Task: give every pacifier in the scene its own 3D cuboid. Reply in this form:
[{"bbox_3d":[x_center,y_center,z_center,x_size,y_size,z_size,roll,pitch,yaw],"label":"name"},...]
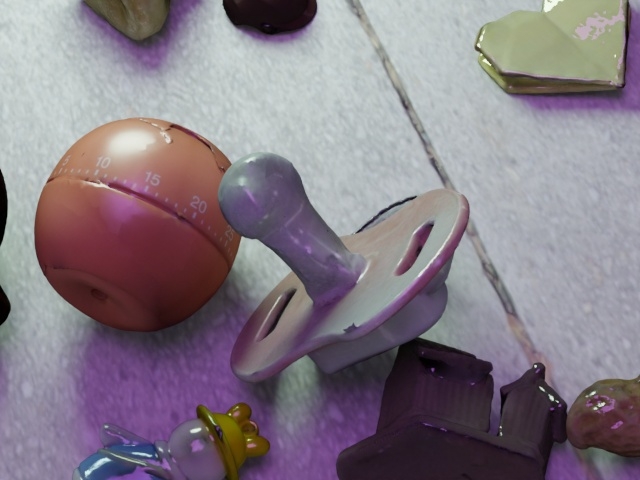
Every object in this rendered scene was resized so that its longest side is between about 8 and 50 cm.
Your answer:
[{"bbox_3d":[0.013,0.031,1.753,0.332,0.273,0.220,-27,59,40],"label":"pacifier"}]

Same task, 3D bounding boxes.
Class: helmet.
[{"bbox_3d":[-0.069,-0.320,2.097,0.123,0.070,0.098,9,60,15],"label":"helmet"}]

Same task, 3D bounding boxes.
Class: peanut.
[{"bbox_3d":[0.360,0.160,1.720,0.228,0.104,0.085,-29,25,-6],"label":"peanut"}]

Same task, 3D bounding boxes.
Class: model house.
[{"bbox_3d":[0.147,0.189,1.728,0.229,0.122,0.188,15,48,2],"label":"model house"}]

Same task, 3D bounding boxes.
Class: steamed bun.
[{"bbox_3d":[-0.233,-0.367,2.114,0.155,0.140,0.172,-40,58,-20],"label":"steamed bun"}]

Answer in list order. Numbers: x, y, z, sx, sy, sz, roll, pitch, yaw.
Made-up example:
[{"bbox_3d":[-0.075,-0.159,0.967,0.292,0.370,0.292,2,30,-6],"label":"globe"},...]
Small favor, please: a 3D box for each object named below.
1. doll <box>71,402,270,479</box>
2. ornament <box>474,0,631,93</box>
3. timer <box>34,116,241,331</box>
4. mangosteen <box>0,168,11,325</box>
[{"bbox_3d":[-0.171,0.249,1.748,0.241,0.098,0.135,-26,36,-9],"label":"doll"},{"bbox_3d":[0.306,-0.238,2.001,0.201,0.059,0.180,-35,61,-10],"label":"ornament"},{"bbox_3d":[-0.201,-0.019,1.839,0.230,0.229,0.215,18,63,19],"label":"timer"},{"bbox_3d":[-0.477,-0.015,1.857,0.313,0.297,0.297,36,69,4],"label":"mangosteen"}]
